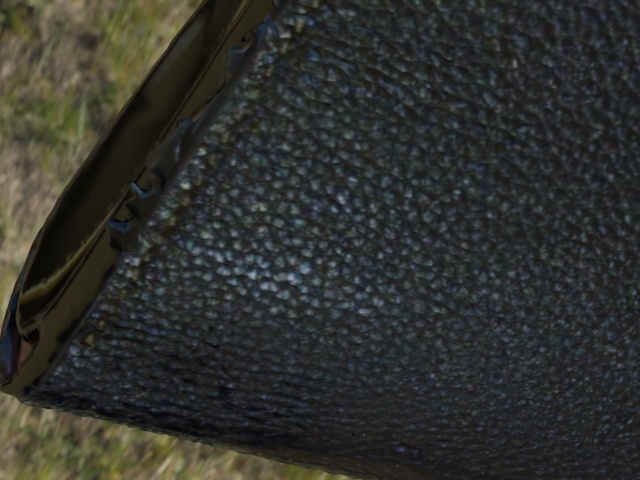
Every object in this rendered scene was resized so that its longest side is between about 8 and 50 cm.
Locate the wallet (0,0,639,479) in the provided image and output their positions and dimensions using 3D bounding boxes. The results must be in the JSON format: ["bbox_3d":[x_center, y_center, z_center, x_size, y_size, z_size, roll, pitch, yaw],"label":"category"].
[{"bbox_3d":[0.062,-0.017,0.518,0.221,0.262,0.071,19,45,-22],"label":"wallet"}]
